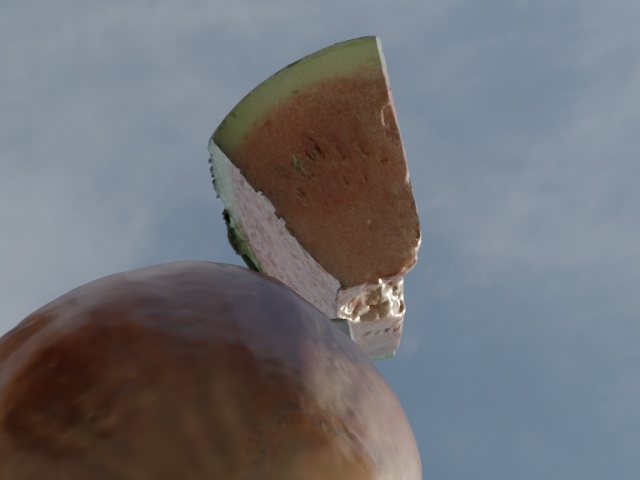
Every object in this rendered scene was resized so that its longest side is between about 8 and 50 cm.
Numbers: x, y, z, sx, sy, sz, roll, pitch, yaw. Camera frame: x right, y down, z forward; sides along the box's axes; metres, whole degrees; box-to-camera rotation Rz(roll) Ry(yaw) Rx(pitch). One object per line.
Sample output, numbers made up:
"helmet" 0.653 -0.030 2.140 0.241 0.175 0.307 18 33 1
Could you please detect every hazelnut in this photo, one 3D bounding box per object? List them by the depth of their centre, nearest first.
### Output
"hazelnut" -0.062 0.104 0.535 0.214 0.214 0.176 -28 -75 -1

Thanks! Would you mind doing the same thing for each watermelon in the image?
"watermelon" 0.000 0.000 1.052 0.148 0.318 0.226 -15 -143 -11

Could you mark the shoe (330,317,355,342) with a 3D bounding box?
"shoe" -0.053 0.137 0.782 0.125 0.099 0.227 10 -60 -13
